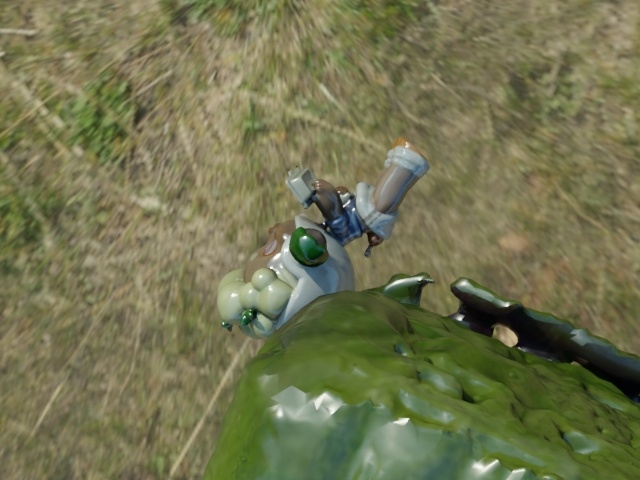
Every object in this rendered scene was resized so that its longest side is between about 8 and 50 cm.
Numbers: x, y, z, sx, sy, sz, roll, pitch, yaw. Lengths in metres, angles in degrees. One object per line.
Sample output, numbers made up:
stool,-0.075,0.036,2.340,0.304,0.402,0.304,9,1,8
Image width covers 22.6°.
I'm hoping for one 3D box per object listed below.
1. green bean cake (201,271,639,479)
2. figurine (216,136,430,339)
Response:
green bean cake,0.105,0.162,0.962,0.335,0.319,0.218,21,98,2
figurine,-0.001,0.000,1.210,0.093,0.147,0.197,32,88,-1
